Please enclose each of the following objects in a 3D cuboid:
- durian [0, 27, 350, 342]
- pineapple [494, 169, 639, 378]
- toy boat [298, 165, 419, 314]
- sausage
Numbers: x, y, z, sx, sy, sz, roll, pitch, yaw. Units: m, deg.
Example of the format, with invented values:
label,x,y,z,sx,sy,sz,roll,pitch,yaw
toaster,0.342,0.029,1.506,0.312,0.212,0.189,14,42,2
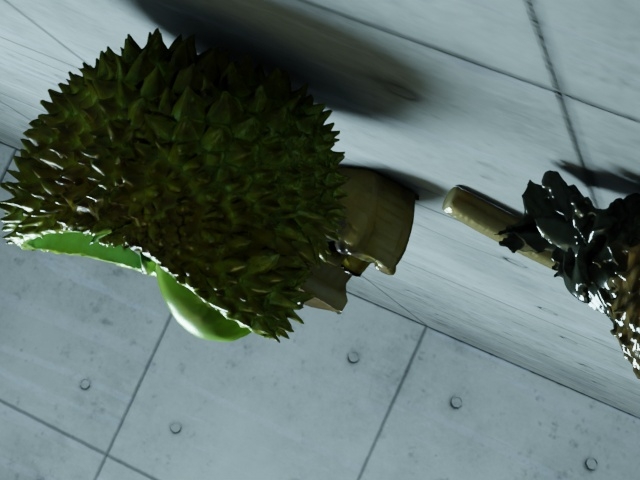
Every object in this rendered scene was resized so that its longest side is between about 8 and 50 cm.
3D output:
label,x,y,z,sx,sy,sz,roll,pitch,yaw
durian,-0.085,-0.037,0.865,0.200,0.176,0.237,38,164,-27
pineapple,0.178,0.020,0.720,0.108,0.108,0.197,29,-175,-46
toy boat,0.000,0.000,1.180,0.089,0.121,0.321,32,174,-15
sausage,0.148,-0.001,0.987,0.132,0.024,0.024,26,175,-14
